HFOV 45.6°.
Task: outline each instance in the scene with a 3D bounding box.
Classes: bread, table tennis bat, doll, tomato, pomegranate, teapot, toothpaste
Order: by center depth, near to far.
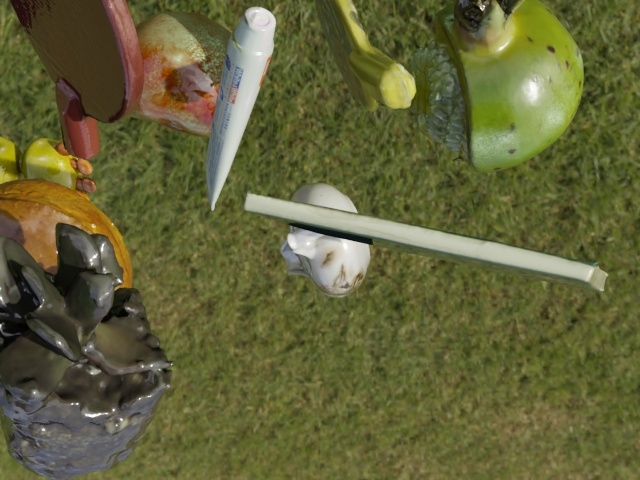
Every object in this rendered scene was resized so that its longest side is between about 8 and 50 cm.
[{"bbox_3d":[-0.075,-0.104,0.629,0.033,0.052,0.218,1,149,-19],"label":"toothpaste"},{"bbox_3d":[-0.319,-0.245,0.969,0.268,0.051,0.415,44,150,15],"label":"table tennis bat"},{"bbox_3d":[0.247,-0.246,1.082,0.260,0.260,0.341,-4,156,6],"label":"pomegranate"},{"bbox_3d":[0.056,-0.276,1.135,0.054,0.369,0.224,-23,124,-4],"label":"table tennis bat"},{"bbox_3d":[-0.432,0.048,1.136,0.312,0.172,0.312,2,123,3],"label":"bread"},{"bbox_3d":[0.000,0.000,1.305,0.139,0.204,0.298,-16,167,-9],"label":"teapot"},{"bbox_3d":[-0.523,-0.134,1.419,0.221,0.135,0.143,10,131,7],"label":"doll"},{"bbox_3d":[-0.248,-0.314,1.432,0.270,0.270,0.223,11,93,-10],"label":"tomato"}]

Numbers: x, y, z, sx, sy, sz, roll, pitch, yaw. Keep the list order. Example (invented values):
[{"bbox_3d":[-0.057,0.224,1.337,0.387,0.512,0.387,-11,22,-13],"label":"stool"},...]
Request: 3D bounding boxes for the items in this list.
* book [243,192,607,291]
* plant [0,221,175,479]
[{"bbox_3d":[0.132,0.005,0.887,0.379,0.031,0.264,12,180,23],"label":"book"},{"bbox_3d":[-0.272,0.125,0.853,0.188,0.199,0.276,-10,132,-22],"label":"plant"}]
